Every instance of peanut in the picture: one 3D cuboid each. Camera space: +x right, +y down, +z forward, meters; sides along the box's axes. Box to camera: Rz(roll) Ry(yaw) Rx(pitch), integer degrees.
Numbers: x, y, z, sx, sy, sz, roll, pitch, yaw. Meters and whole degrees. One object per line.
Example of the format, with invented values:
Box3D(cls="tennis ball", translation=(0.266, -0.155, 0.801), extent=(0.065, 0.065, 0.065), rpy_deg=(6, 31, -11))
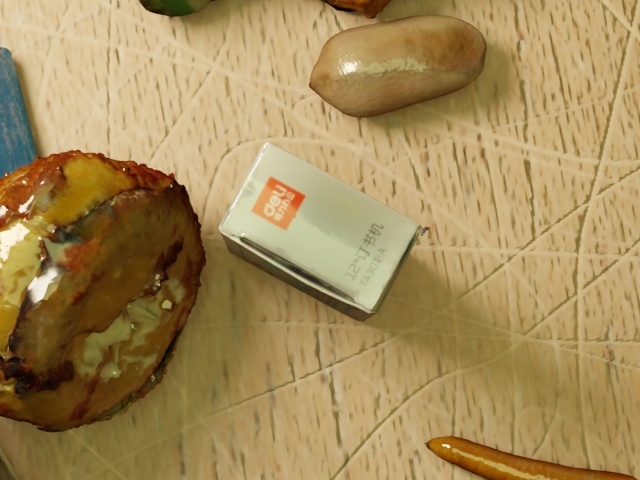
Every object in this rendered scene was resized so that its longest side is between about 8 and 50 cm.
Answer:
Box3D(cls="peanut", translation=(0.064, -0.147, 1.579), extent=(0.152, 0.076, 0.076), rpy_deg=(-12, 88, 0))

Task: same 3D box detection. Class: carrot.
Box3D(cls="carrot", translation=(0.178, 0.195, 1.585), extent=(0.190, 0.037, 0.037), rpy_deg=(14, 87, 0))

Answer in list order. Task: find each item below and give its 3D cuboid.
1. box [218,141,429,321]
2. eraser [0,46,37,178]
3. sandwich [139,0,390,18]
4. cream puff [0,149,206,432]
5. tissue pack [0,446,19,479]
Box3D(cls="box", translation=(0.000, 0.000, 1.472), extent=(0.135, 0.269, 0.079), rpy_deg=(28, 86, 1))
Box3D(cls="eraser", translation=(-0.339, -0.076, 1.463), extent=(0.042, 0.312, 0.144), rpy_deg=(-17, 87, 33))
Box3D(cls="sandwich", translation=(-0.014, -0.287, 1.535), extent=(0.301, 0.162, 0.250), rpy_deg=(15, 84, -2))
Box3D(cls="cream puff", translation=(-0.202, 0.032, 1.490), extent=(0.164, 0.240, 0.240), rpy_deg=(35, 87, 23))
Box3D(cls="tissue pack", translation=(-0.427, 0.231, 1.479), extent=(0.380, 0.207, 0.297), rpy_deg=(-29, 90, -3))
